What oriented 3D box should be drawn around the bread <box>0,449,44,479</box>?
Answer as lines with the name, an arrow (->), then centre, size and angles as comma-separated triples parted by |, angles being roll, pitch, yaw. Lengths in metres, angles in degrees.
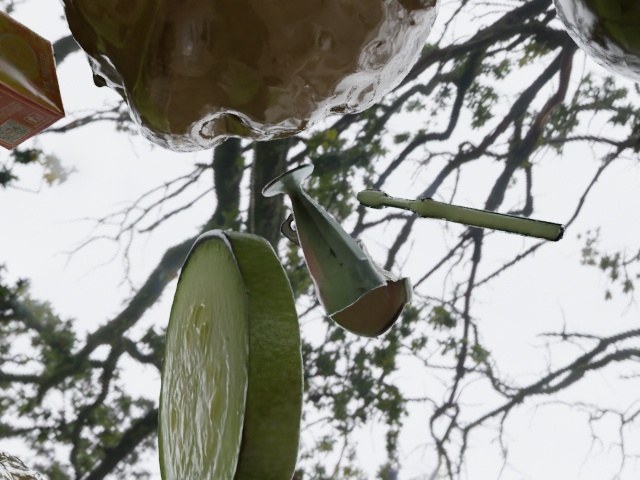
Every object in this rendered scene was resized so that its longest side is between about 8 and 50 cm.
bread -> -0.317, 0.129, 0.343 | 0.348, 0.253, 0.376 | 38, -17, 5

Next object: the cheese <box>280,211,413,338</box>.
cheese -> 0.039, 0.052, 1.474 | 0.286, 0.082, 0.163 | 45, -74, 10

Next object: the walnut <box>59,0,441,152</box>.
walnut -> -0.060, -0.250, 0.721 | 0.383, 0.383, 0.384 | 15, -55, 23

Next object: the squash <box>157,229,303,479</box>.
squash -> -0.084, 0.116, 0.658 | 0.048, 0.252, 0.252 | 6, -45, -24

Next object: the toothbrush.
toothbrush -> 0.148, -0.032, 0.901 | 0.294, 0.028, 0.026 | 14, -86, 49

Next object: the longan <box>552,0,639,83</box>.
longan -> 0.428, -0.320, 0.849 | 0.360, 0.361, 0.361 | 15, -55, 23

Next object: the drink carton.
drink carton -> -0.316, -0.161, 0.632 | 0.071, 0.223, 0.096 | -28, -117, 18

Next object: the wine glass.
wine glass -> 0.000, 0.000, 0.842 | 0.073, 0.073, 0.155 | -39, -101, 41
